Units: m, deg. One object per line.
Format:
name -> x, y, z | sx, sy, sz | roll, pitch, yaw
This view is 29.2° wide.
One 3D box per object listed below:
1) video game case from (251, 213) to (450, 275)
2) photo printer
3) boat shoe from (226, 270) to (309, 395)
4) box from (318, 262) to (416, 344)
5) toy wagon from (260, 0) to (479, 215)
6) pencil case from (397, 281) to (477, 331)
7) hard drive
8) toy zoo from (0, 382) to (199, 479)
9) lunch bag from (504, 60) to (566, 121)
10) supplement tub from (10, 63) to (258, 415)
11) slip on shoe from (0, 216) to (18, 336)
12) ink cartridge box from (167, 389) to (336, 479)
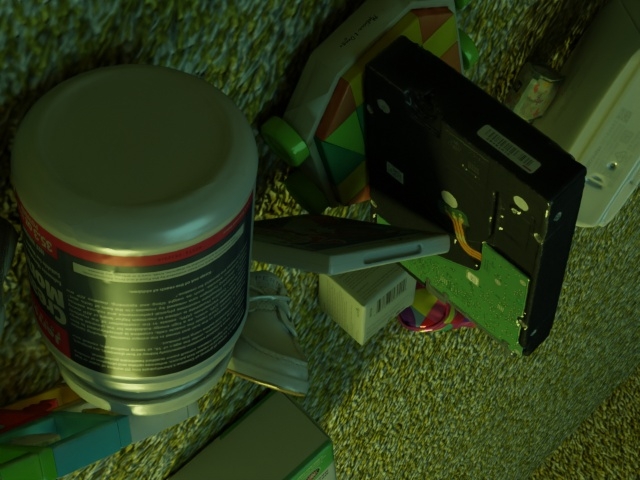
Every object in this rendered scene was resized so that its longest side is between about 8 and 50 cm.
video game case -> 0.000, 0.000, 1.272 | 0.183, 0.201, 0.023 | -9, 104, -45
photo printer -> 0.379, -0.184, 1.623 | 0.256, 0.107, 0.307 | -61, -173, 25
boat shoe -> -0.075, 0.074, 1.237 | 0.098, 0.277, 0.096 | 25, 94, -28
box -> 0.060, 0.058, 1.591 | 0.101, 0.087, 0.102 | -38, 154, -24
toy wagon -> 0.071, -0.140, 1.349 | 0.267, 0.068, 0.344 | -44, 155, -11
pencil case -> 0.194, 0.089, 1.855 | 0.104, 0.104, 0.236 | -57, 153, 15
hard drive -> 0.151, -0.032, 1.273 | 0.064, 0.237, 0.339 | -40, 154, -20
toy zoo -> -0.250, 0.175, 1.140 | 0.293, 0.192, 0.030 | -18, 101, -52
lunch bag -> 0.283, -0.200, 1.639 | 0.083, 0.053, 0.071 | -28, 149, -61
supplement tub -> -0.152, 0.006, 1.035 | 0.191, 0.191, 0.272 | -34, 151, -30
slip on shoe -> -0.276, 0.036, 0.979 | 0.041, 0.051, 0.135 | 56, 35, -52
ink cartridge box -> -0.086, 0.367, 1.745 | 0.211, 0.121, 0.289 | -40, 155, -18
